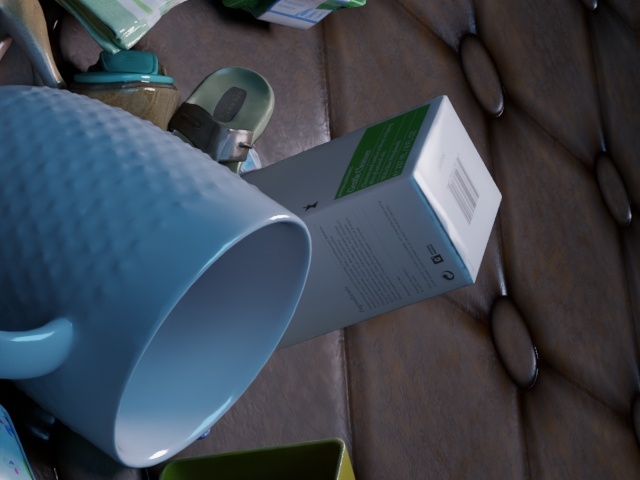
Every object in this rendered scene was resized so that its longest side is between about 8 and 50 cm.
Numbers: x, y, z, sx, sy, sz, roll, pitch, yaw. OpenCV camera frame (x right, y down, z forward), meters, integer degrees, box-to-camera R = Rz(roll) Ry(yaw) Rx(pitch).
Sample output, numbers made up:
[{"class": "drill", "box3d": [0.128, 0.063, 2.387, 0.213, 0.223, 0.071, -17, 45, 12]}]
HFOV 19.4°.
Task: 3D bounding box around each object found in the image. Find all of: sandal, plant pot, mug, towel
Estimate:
[{"class": "sandal", "box3d": [-0.125, -0.119, 2.099, 0.120, 0.086, 0.302, 22, 42, -4]}, {"class": "plant pot", "box3d": [-0.055, 0.357, 1.959, 0.212, 0.212, 0.187, -79, 151, -45]}, {"class": "mug", "box3d": [-0.246, 0.021, 1.699, 0.328, 0.276, 0.374, 34, 31, 21]}, {"class": "towel", "box3d": [-0.251, -0.350, 2.160, 0.248, 0.038, 0.325, 43, 33, -1]}]

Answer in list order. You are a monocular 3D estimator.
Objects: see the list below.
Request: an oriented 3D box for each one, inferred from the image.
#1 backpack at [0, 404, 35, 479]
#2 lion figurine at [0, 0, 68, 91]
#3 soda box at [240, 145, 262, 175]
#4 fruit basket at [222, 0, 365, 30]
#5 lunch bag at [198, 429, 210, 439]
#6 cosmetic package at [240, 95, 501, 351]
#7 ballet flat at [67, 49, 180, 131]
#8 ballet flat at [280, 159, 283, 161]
[{"class": "backpack", "box3d": [-0.341, 0.220, 1.537, 0.253, 0.191, 0.225, 35, 22, -54]}, {"class": "lion figurine", "box3d": [-0.376, -0.267, 1.892, 0.392, 0.142, 0.240, 58, 19, -49]}, {"class": "soda box", "box3d": [-0.144, -0.096, 2.234, 0.183, 0.058, 0.063, -18, 88, -61]}, {"class": "fruit basket", "box3d": [0.035, -0.410, 2.445, 0.327, 0.353, 0.165, 4, 68, -61]}, {"class": "lunch bag", "box3d": [-0.202, 0.114, 1.959, 0.219, 0.090, 0.176, 35, 43, -46]}, {"class": "cosmetic package", "box3d": [0.000, 0.000, 2.098, 0.155, 0.366, 0.197, 59, 27, -22]}, {"class": "ballet flat", "box3d": [-0.211, -0.131, 1.996, 0.342, 0.116, 0.124, -125, -144, -78]}, {"class": "ballet flat", "box3d": [-0.021, -0.011, 2.407, 0.070, 0.070, 0.188, -6, 79, -61]}]
